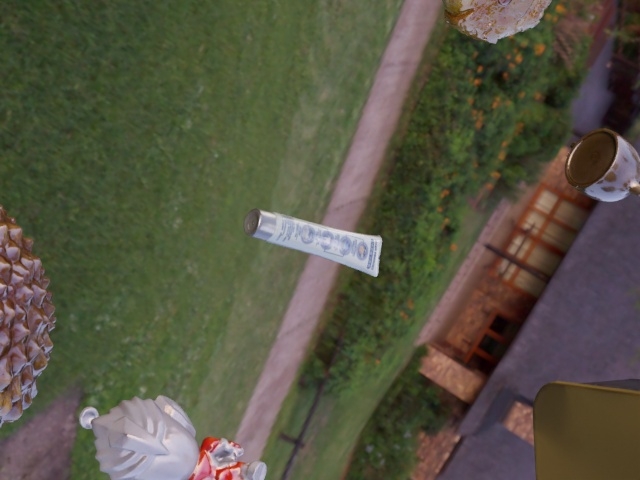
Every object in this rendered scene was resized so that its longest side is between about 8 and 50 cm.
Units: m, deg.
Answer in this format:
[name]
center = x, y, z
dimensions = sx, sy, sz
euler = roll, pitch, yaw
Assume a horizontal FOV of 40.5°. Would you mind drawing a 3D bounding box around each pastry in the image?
[pastry]
center = 0.228, -0.326, 1.119
dimensions = 0.153, 0.081, 0.153
euler = -15, 145, -10

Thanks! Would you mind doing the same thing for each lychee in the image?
[lychee]
center = -0.358, 0.054, 0.740
dimensions = 0.267, 0.267, 0.267
euler = -51, 163, -23

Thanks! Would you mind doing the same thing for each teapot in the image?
[teapot]
center = 0.325, -0.082, 0.989
dimensions = 0.068, 0.121, 0.076
euler = 27, 105, -29

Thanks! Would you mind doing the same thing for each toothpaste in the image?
[toothpaste]
center = 0.000, 0.000, 1.192
dimensions = 0.239, 0.039, 0.062
euler = 15, 75, -39

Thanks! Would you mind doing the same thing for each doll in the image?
[doll]
center = -0.136, 0.196, 0.791
dimensions = 0.079, 0.180, 0.094
euler = 131, -18, -71

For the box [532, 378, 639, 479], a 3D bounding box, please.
[box]
center = 0.231, 0.198, 0.603
dimensions = 0.144, 0.090, 0.201
euler = -10, -97, 64
